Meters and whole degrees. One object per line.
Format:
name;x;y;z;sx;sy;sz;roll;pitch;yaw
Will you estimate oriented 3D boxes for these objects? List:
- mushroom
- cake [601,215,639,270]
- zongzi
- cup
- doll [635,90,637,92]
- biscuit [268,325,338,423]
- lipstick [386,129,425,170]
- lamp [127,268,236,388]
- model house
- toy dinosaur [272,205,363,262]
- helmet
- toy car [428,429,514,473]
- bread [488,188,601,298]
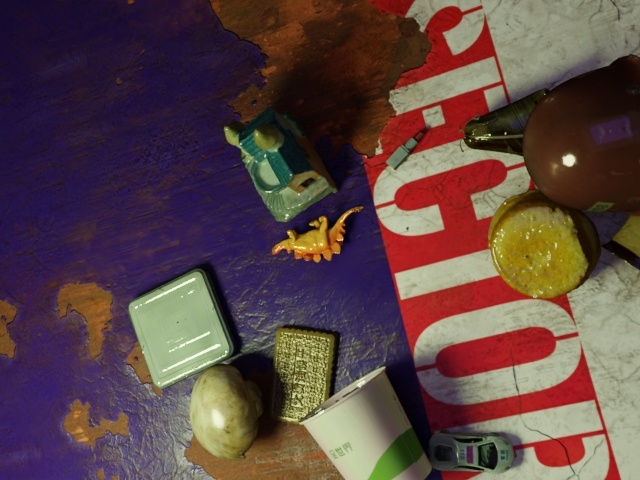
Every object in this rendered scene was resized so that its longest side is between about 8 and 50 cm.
mushroom;-0.244;0.449;1.795;0.255;0.184;0.255;9;103;46
cake;0.754;-0.002;1.510;0.178;0.208;0.185;-61;29;14
zongzi;0.483;-0.217;1.683;0.248;0.111;0.241;-20;91;22
cup;0.118;0.476;1.655;0.253;0.253;0.274;-34;82;12
doll;0.706;-0.250;1.604;0.115;0.105;0.221;-15;78;30
biscuit;-0.048;0.357;1.825;0.172;0.029;0.254;5;85;19
lipstick;0.227;-0.241;1.798;0.030;0.030;0.129;45;98;17
lamp;-0.391;0.246;1.937;0.266;0.047;0.269;-26;77;12
model house;-0.134;-0.215;1.758;0.194;0.325;0.267;-32;75;10
toy dinosaur;0.000;0.000;1.829;0.288;0.070;0.117;-20;89;19
helmet;0.552;-0.203;1.449;0.230;0.385;0.337;-8;91;0
toy car;0.362;0.511;1.662;0.205;0.056;0.095;-2;82;18
bread;0.512;0.015;1.610;0.268;0.146;0.268;3;100;20
